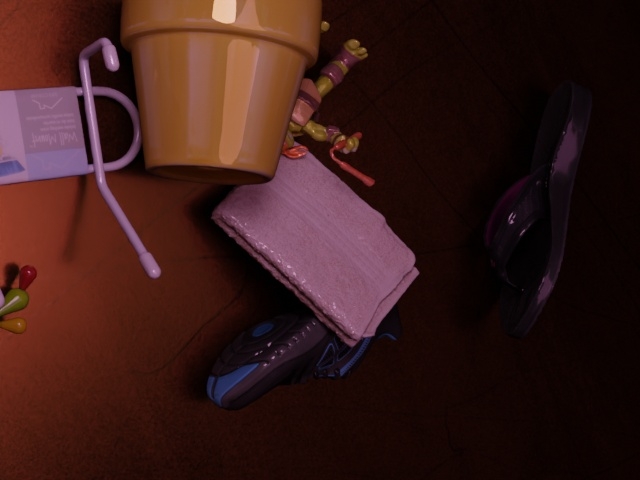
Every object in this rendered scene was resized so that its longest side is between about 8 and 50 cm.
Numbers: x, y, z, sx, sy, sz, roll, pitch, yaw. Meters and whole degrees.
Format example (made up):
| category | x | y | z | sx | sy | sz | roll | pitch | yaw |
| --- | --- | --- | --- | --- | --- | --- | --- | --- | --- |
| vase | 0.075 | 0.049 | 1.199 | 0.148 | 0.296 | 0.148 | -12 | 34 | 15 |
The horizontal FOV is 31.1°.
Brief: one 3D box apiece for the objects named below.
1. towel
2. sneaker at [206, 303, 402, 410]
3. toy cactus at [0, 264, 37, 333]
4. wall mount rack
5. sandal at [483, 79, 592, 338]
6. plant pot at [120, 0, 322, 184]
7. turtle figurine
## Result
| category | x | y | z | sx | sy | sz | roll | pitch | yaw |
| --- | --- | --- | --- | --- | --- | --- | --- | --- | --- |
| towel | 0.000 | 0.000 | 1.614 | 0.282 | 0.049 | 0.187 | 42 | 52 | -3 |
| sneaker | -0.008 | 0.159 | 1.652 | 0.341 | 0.125 | 0.139 | -33 | 113 | -28 |
| toy cactus | -0.424 | 0.110 | 1.359 | 0.180 | 0.112 | 0.219 | -65 | 169 | 17 |
| wall mount rack | -0.338 | -0.083 | 1.384 | 0.350 | 0.130 | 0.304 | -10 | 92 | -36 |
| sandal | 0.336 | -0.057 | 1.886 | 0.107 | 0.167 | 0.445 | 17 | 74 | -10 |
| plant pot | -0.130 | -0.198 | 1.453 | 0.254 | 0.254 | 0.238 | 8 | 83 | -35 |
| turtle figurine | -0.016 | -0.197 | 1.636 | 0.270 | 0.087 | 0.217 | 27 | 69 | 0 |
